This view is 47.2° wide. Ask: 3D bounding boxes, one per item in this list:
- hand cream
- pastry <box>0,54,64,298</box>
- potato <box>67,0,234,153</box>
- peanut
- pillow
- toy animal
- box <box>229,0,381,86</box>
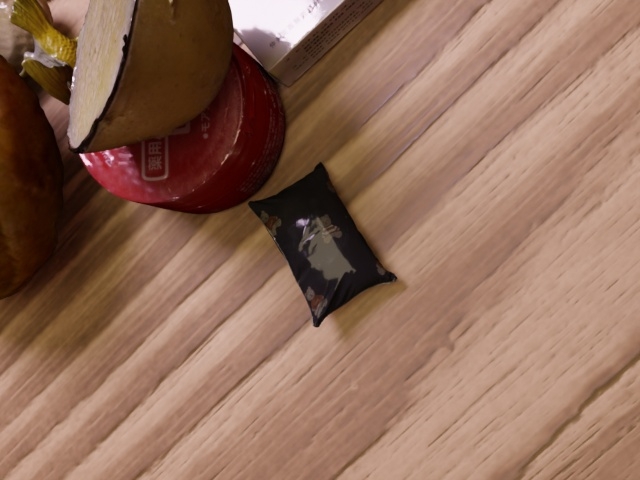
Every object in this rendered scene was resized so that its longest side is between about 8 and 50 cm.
[{"bbox_3d":[-0.139,-0.123,0.744,0.193,0.125,0.193,-2,85,18],"label":"hand cream"},{"bbox_3d":[-0.418,-0.087,0.750,0.356,0.164,0.356,17,128,23],"label":"pastry"},{"bbox_3d":[-0.135,-0.164,0.624,0.182,0.117,0.202,9,89,57],"label":"potato"},{"bbox_3d":[-0.405,-0.218,0.847,0.228,0.104,0.085,-24,52,18],"label":"peanut"},{"bbox_3d":[0.000,0.000,0.731,0.090,0.048,0.150,-34,75,15],"label":"pillow"},{"bbox_3d":[-0.274,-0.186,0.795,0.095,0.219,0.155,18,135,3],"label":"toy animal"},{"bbox_3d":[0.000,-0.311,0.746,0.260,0.062,0.175,-41,76,12],"label":"box"}]
